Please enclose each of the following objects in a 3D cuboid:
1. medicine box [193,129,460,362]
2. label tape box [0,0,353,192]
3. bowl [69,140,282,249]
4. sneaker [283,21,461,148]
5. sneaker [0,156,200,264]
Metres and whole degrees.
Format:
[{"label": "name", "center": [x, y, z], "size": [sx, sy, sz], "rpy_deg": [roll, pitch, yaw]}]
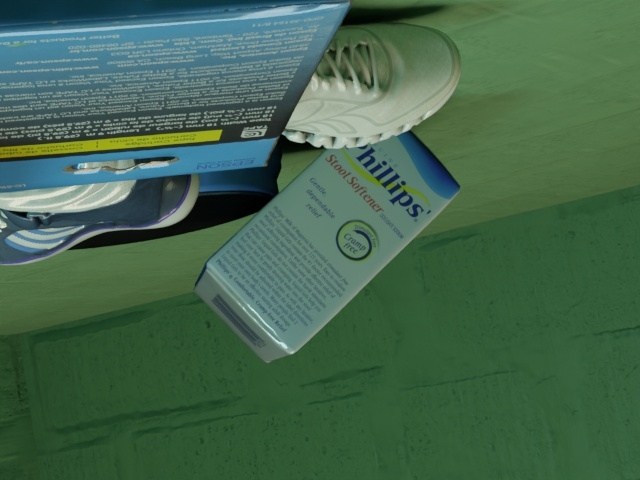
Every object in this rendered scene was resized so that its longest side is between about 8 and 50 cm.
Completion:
[{"label": "medicine box", "center": [0.000, 0.000, 1.587], "size": [0.289, 0.149, 0.263], "rpy_deg": [-44, 180, -12]}, {"label": "label tape box", "center": [-0.132, -0.131, 0.849], "size": [0.240, 0.106, 0.334], "rpy_deg": [-6, 169, -12]}, {"label": "bowl", "center": [-0.237, -0.055, 1.608], "size": [0.391, 0.077, 0.391], "rpy_deg": [-10, 173, -1]}, {"label": "sneaker", "center": [-0.010, -0.137, 1.093], "size": [0.292, 0.110, 0.118], "rpy_deg": [-9, 174, -15]}, {"label": "sneaker", "center": [-0.306, -0.064, 1.286], "size": [0.322, 0.130, 0.236], "rpy_deg": [-8, 165, 24]}]
